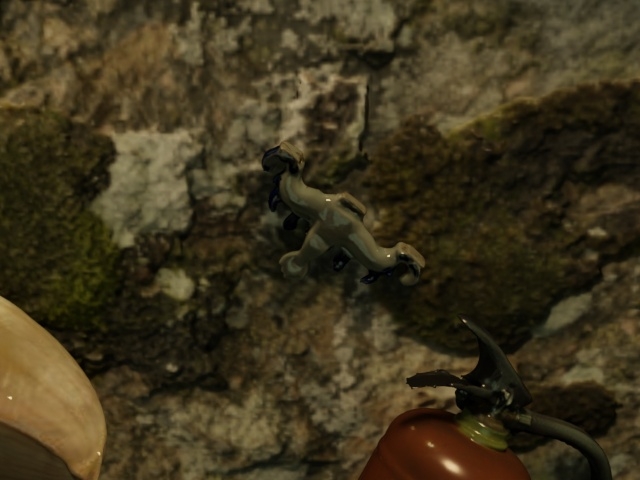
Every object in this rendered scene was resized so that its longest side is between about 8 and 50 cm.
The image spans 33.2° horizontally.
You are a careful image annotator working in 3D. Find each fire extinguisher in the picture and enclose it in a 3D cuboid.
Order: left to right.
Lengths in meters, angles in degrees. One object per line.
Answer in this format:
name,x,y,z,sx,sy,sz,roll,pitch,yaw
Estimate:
fire extinguisher,0.075,0.238,0.774,0.200,0.113,0.376,17,104,-46

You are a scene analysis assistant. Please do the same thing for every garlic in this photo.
garlic,-0.258,0.105,0.730,0.245,0.164,0.145,19,96,-8

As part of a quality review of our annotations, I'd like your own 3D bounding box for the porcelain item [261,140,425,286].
porcelain item,0.000,0.000,0.734,0.136,0.021,0.075,40,110,-10
